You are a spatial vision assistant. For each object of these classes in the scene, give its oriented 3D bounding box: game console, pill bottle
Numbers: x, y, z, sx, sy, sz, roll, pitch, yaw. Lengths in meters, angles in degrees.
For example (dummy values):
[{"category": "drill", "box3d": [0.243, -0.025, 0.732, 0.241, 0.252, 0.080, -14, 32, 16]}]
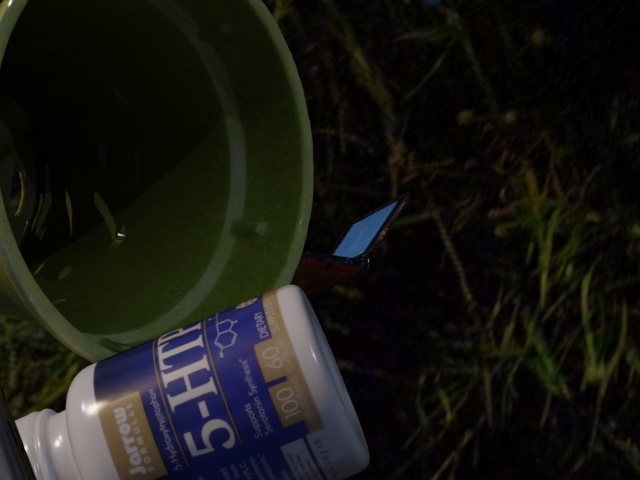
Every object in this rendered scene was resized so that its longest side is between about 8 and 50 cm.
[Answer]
[{"category": "game console", "box3d": [0.000, 0.000, 1.175, 0.124, 0.144, 0.085, 8, 75, -20]}, {"category": "pill bottle", "box3d": [-0.077, 0.108, 0.693, 0.187, 0.112, 0.112, -23, 101, 1]}]

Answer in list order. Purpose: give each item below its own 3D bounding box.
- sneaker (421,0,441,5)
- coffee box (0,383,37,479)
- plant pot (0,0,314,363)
[{"category": "sneaker", "box3d": [0.071, -0.307, 1.181, 0.067, 0.078, 0.188, -31, 85, -9]}, {"category": "coffee box", "box3d": [-0.113, 0.153, 0.349, 0.119, 0.168, 0.297, -20, 82, -14]}, {"category": "plant pot", "box3d": [-0.189, -0.051, 0.843, 0.254, 0.276, 0.276, -2, 109, 39]}]
